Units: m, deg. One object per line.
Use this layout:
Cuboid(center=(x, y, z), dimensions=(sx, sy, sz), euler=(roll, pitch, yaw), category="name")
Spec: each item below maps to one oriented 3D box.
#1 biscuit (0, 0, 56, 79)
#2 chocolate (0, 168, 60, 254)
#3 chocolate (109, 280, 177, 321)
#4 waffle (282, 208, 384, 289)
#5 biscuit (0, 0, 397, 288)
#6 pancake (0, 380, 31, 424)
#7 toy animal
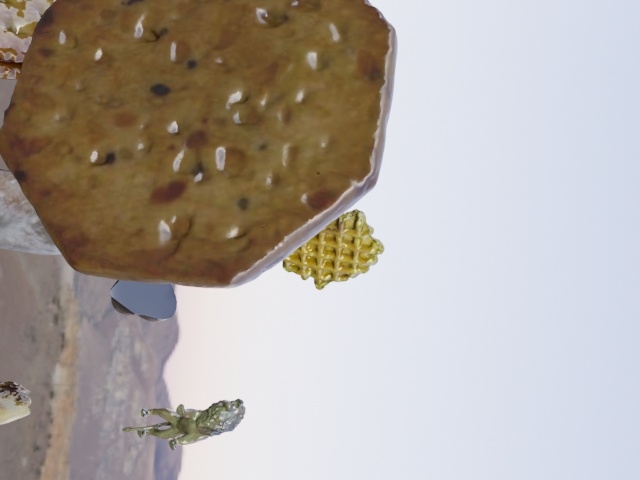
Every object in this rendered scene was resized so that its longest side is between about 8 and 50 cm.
Cuboid(center=(-0.408, -0.285, 0.982), dimensions=(0.066, 0.220, 0.220), euler=(-52, -149, 36), category="biscuit")
Cuboid(center=(-0.652, -0.050, 1.641), dimensions=(0.100, 0.303, 0.185), euler=(-81, 179, -57), category="chocolate")
Cuboid(center=(-0.392, 0.117, 1.711), dimensions=(0.080, 0.149, 0.125), euler=(-38, -135, 52), category="chocolate")
Cuboid(center=(-0.001, 0.002, 1.802), dimensions=(0.291, 0.291, 0.051), euler=(109, 1, -47), category="waffle")
Cuboid(center=(-0.106, -0.124, 0.681), dimensions=(0.046, 0.359, 0.359), euler=(70, 19, -69), category="biscuit")
Cuboid(center=(-0.621, 0.239, 1.259), dimensions=(0.244, 0.266, 0.057), euler=(29, -69, 50), category="pancake")
Cuboid(center=(-0.220, 0.286, 1.222), dimensions=(0.086, 0.220, 0.069), euler=(14, 69, -68), category="toy animal")
